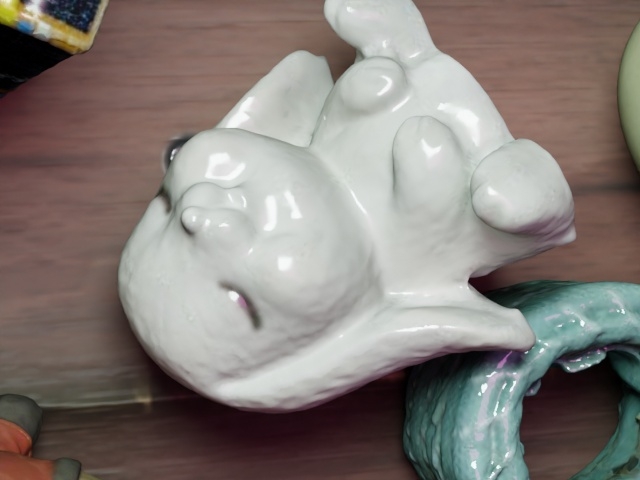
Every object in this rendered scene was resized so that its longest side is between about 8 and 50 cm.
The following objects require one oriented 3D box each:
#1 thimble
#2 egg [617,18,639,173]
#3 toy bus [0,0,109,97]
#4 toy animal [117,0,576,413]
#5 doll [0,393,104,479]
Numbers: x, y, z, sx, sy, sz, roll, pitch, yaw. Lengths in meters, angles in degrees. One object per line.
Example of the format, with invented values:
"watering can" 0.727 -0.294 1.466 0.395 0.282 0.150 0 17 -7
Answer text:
"thimble" 0.181 0.126 1.080 0.235 0.143 0.198 -4 92 -17
"egg" 0.338 -0.088 1.089 0.269 0.219 0.219 11 87 -15
"toy bus" -0.213 -0.184 0.863 0.194 0.323 0.161 20 84 -18
"toy animal" 0.000 0.000 0.990 0.265 0.206 0.271 -35 63 -8
"doll" -0.243 0.188 0.925 0.330 0.174 0.235 16 72 -14
